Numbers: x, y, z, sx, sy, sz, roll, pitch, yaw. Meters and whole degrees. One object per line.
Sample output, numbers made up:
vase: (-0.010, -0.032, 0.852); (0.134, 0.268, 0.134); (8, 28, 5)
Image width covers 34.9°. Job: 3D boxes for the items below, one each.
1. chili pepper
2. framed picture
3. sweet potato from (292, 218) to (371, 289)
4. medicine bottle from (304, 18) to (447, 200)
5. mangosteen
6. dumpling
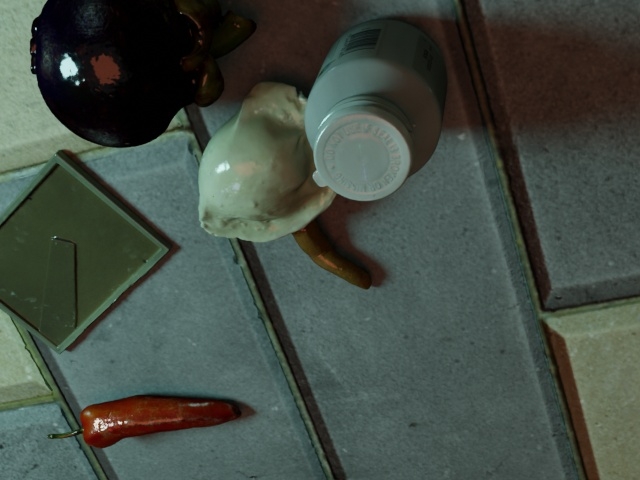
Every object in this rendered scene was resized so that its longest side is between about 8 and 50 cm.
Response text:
chili pepper: (-0.241, 0.240, 1.371); (0.272, 0.071, 0.063); (-10, 78, 10)
framed picture: (-0.330, 0.022, 1.287); (0.184, 0.016, 0.250); (41, 119, -14)
sweet potato: (-0.004, 0.001, 1.202); (0.044, 0.044, 0.179); (-32, 108, 25)
medicine bottle: (0.054, -0.127, 1.010); (0.135, 0.215, 0.135); (5, 121, 8)
mangosteen: (-0.179, -0.190, 1.046); (0.231, 0.194, 0.194); (-3, 121, -11)
dumpling: (-0.055, -0.073, 1.126); (0.155, 0.111, 0.181); (19, 144, -4)
